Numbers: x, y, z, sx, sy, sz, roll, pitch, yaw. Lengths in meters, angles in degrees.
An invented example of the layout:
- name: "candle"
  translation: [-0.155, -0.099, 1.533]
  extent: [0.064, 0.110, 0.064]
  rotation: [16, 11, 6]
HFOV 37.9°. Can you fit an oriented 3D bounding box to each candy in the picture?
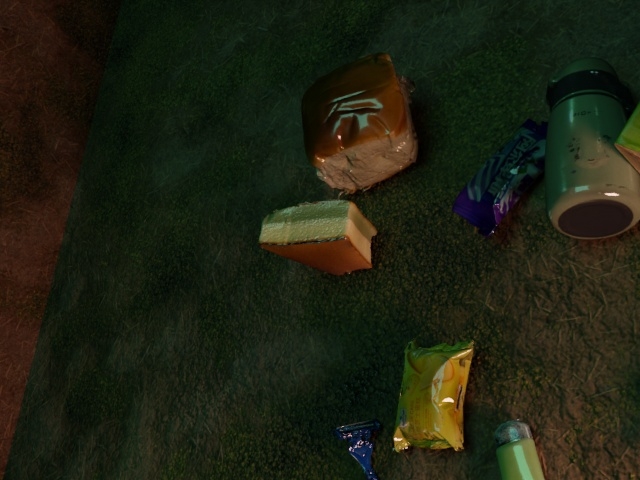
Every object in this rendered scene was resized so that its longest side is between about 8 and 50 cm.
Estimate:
- name: "candy"
  translation: [0.379, -0.131, 1.863]
  extent: [0.275, 0.070, 0.145]
  rotation: [-50, 38, -2]

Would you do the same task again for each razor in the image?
- name: "razor"
  translation: [0.124, 0.486, 1.771]
  extent: [0.056, 0.093, 0.324]
  rotation: [100, 152, -43]

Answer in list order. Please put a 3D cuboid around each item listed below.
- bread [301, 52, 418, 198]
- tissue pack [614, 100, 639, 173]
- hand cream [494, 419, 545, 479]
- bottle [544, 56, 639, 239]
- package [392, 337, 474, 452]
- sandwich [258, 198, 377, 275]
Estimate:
- name: "bread"
  translation: [0.093, -0.271, 2.116]
  extent: [0.279, 0.225, 0.250]
  rotation: [-21, 54, 30]
- name: "tissue pack"
  translation: [0.650, -0.212, 1.546]
  extent: [0.167, 0.200, 0.275]
  rotation: [34, 92, 48]
- name: "hand cream"
  translation: [0.346, 0.399, 1.605]
  extent: [0.095, 0.046, 0.175]
  rotation: [-29, 56, 29]
- name: "bottle"
  translation: [0.496, -0.182, 1.714]
  extent: [0.168, 0.168, 0.347]
  rotation: [-19, 51, 36]
- name: "package"
  translation: [0.212, 0.291, 1.763]
  extent: [0.168, 0.090, 0.226]
  rotation: [-9, 63, 44]
- name: "sandwich"
  translation: [0.000, 0.000, 2.076]
  extent: [0.220, 0.186, 0.108]
  rotation: [-4, 63, 25]
